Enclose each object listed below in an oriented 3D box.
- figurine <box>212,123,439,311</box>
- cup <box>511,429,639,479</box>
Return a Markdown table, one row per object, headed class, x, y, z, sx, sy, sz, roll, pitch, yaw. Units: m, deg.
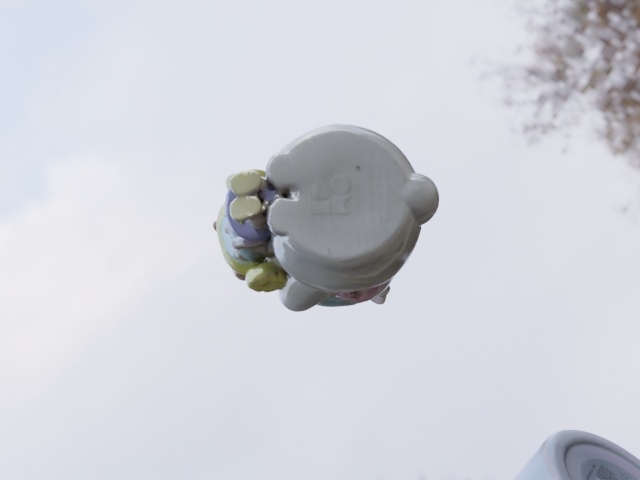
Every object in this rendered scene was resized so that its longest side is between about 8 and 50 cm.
| class | x | y | z | sx | sy | sz | roll | pitch | yaw |
| --- | --- | --- | --- | --- | --- | --- | --- | --- | --- |
| figurine | 0.000 | 0.000 | 1.371 | 0.155 | 0.127 | 0.235 | -13 | -15 | -8 |
| cup | 0.129 | 0.190 | 0.921 | 0.099 | 0.136 | 0.133 | 17 | -60 | -35 |
